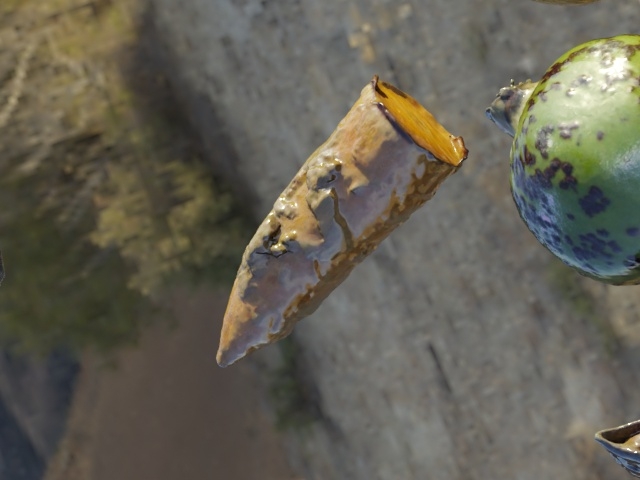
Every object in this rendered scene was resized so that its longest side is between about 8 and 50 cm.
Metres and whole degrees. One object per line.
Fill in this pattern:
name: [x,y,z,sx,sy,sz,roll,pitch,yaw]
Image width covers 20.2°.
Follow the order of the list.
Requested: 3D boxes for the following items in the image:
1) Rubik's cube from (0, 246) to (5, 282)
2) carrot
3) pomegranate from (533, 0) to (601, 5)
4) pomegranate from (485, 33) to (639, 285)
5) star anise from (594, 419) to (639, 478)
Rubik's cube: [-0.593,-0.036,2.341,0.255,0.259,0.260,27,131,33]
carrot: [0.000,0.000,1.387,0.263,0.102,0.102,-51,48,17]
pomegranate: [0.318,-0.446,2.114,0.410,0.410,0.410,55,158,36]
pomegranate: [0.288,-0.086,1.766,0.270,0.254,0.254,32,149,17]
star anise: [0.386,0.214,1.731,0.109,0.236,0.223,82,176,-51]
